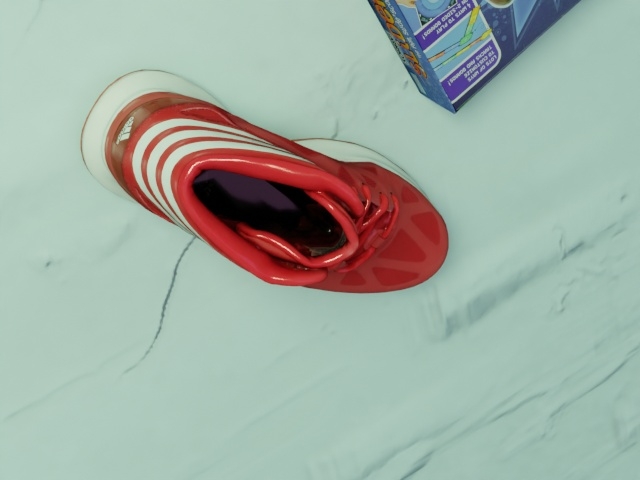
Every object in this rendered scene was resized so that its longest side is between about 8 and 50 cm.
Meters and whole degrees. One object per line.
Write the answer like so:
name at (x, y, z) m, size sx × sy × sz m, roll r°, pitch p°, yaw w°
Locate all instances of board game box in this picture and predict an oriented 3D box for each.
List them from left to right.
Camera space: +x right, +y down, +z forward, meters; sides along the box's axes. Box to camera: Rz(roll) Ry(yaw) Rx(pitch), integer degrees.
board game box at (0.105, -0.178, 0.737) m, size 0.201 × 0.035 × 0.136 m, roll -41°, pitch 131°, yaw -9°

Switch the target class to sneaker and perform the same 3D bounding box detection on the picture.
sneaker at (0.000, 0.000, 0.700) m, size 0.221 × 0.128 × 0.087 m, roll 16°, pitch 106°, yaw -38°
